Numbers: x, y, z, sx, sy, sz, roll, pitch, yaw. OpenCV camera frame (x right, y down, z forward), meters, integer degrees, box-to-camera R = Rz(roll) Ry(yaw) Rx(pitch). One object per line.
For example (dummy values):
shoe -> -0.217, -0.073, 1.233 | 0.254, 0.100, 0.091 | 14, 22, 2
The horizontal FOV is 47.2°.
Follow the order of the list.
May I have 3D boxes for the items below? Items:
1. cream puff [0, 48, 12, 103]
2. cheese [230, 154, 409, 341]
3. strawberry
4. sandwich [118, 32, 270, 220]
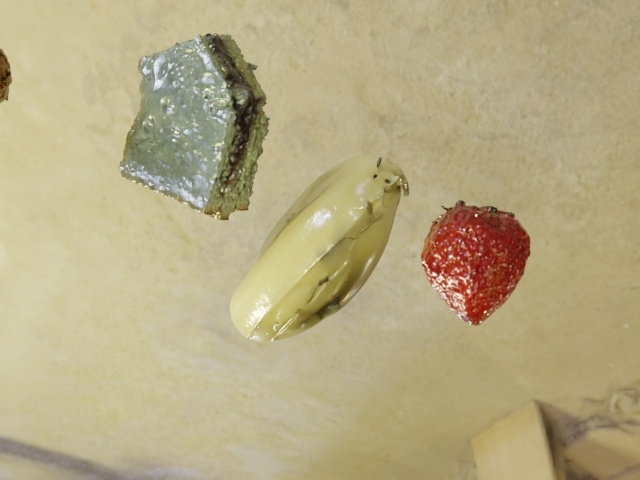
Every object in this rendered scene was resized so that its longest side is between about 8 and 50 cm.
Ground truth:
cream puff -> -0.607, -0.299, 1.254 | 0.150, 0.165, 0.115 | 32, 116, -7
cheese -> 0.000, 0.000, 0.967 | 0.128, 0.260, 0.316 | 35, 143, -14
strawberry -> 0.353, 0.055, 1.674 | 0.257, 0.277, 0.257 | 6, 179, 0
sandwich -> -0.233, -0.229, 1.378 | 0.262, 0.131, 0.326 | 25, 109, 29
